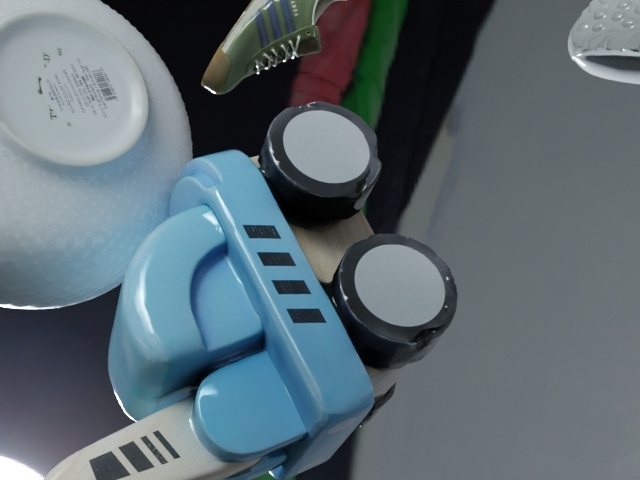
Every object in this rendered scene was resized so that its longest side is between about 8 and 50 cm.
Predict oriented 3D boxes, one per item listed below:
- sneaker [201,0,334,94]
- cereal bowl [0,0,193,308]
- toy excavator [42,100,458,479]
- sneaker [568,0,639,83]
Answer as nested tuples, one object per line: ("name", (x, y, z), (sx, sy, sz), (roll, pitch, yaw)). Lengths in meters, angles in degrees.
("sneaker", (-0.040, -0.222, 1.027), (0.192, 0.086, 0.064), (-56, 0, -8))
("cereal bowl", (-0.266, -0.115, 0.911), (0.339, 0.141, 0.338), (15, -119, -29))
("toy excavator", (-0.104, 0.141, 0.804), (0.445, 0.432, 0.222), (-18, -23, -25))
("sneaker", (0.275, -0.119, 0.593), (0.094, 0.235, 0.090), (63, -147, -48))
